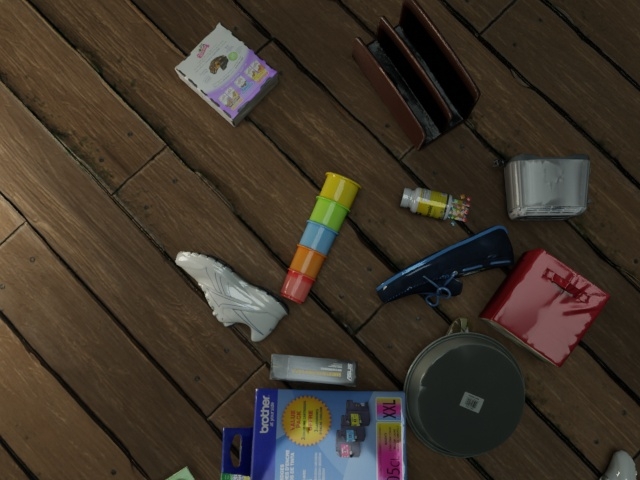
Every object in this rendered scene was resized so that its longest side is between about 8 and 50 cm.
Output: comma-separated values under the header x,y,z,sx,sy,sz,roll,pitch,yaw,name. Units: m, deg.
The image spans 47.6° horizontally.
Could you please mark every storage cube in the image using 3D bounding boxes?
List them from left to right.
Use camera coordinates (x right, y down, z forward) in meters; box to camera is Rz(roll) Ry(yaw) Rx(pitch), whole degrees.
x,y,z,sx,sy,sz,roll,pitch,yaw,name
0.496,0.150,1.638,0.184,0.215,0.193,35,89,5,storage cube

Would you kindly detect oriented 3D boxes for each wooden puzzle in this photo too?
x,y,z,sx,sy,sz,roll,pitch,yaw,name
0.337,-0.075,1.772,0.049,0.006,0.083,14,82,2,wooden puzzle

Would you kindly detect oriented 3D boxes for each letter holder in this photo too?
x,y,z,sx,sy,sz,roll,pitch,yaw,name
0.222,-0.399,1.717,0.152,0.214,0.301,-33,83,-4,letter holder

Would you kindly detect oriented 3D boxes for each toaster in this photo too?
x,y,z,sx,sy,sz,roll,pitch,yaw,name
0.527,-0.125,1.719,0.227,0.129,0.146,0,84,-1,toaster

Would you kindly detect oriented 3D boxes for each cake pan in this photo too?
x,y,z,sx,sy,sz,roll,pitch,yaw,name
0.337,0.358,1.654,0.293,0.054,0.293,0,92,-8,cake pan

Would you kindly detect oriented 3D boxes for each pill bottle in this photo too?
x,y,z,sx,sy,sz,roll,pitch,yaw,name
0.253,-0.092,1.746,0.116,0.065,0.065,14,82,3,pill bottle

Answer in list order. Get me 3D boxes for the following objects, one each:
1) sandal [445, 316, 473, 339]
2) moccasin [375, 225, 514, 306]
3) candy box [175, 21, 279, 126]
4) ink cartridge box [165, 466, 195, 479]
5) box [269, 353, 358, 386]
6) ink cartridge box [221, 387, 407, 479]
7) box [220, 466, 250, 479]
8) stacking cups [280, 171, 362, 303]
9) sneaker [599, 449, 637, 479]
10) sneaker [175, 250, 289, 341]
x,y,z,sx,sy,sz,roll,pitch,yaw,name
0.298,0.261,1.702,0.072,0.049,0.180,31,81,-6,sandal
0.300,0.077,1.686,0.342,0.138,0.116,-25,87,-2,moccasin
-0.230,-0.409,1.795,0.196,0.070,0.165,42,84,5,candy box
-0.290,0.628,1.643,0.109,0.062,0.209,-32,82,-4,ink cartridge box
-0.013,0.290,1.607,0.183,0.231,0.056,4,78,0,box
-0.013,0.469,1.596,0.396,0.151,0.269,0,68,1,ink cartridge box
-0.142,0.576,1.660,0.179,0.043,0.105,1,80,2,box
0.000,0.000,1.727,0.096,0.096,0.316,21,85,3,stacking cups
0.648,0.587,1.635,0.095,0.090,0.235,12,80,12,sneaker
-0.223,0.126,1.699,0.297,0.111,0.129,33,89,6,sneaker
